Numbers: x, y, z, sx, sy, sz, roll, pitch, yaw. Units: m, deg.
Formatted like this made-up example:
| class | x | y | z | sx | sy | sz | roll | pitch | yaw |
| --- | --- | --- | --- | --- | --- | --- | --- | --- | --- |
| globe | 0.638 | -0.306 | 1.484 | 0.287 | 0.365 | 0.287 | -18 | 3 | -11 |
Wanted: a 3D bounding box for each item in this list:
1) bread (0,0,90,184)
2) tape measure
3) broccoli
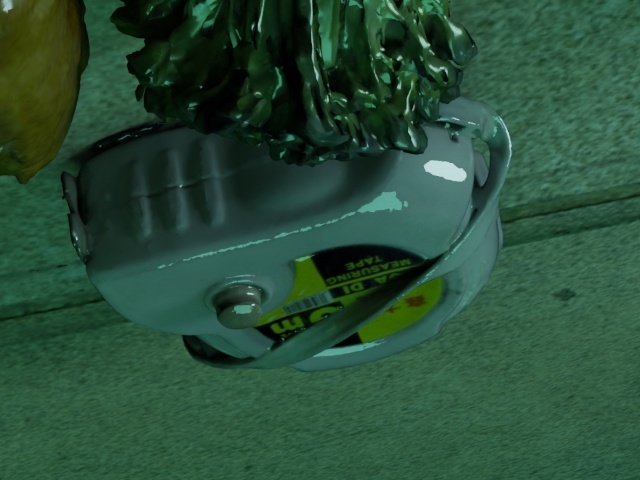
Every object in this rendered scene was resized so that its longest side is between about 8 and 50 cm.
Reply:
| class | x | y | z | sx | sy | sz | roll | pitch | yaw |
| --- | --- | --- | --- | --- | --- | --- | --- | --- | --- |
| bread | -0.160 | -0.092 | 0.643 | 0.129 | 0.134 | 0.260 | -14 | 152 | -6 |
| tape measure | 0.000 | 0.000 | 0.913 | 0.236 | 0.120 | 0.197 | -16 | 147 | 7 |
| broccoli | 0.002 | -0.165 | 0.628 | 0.165 | 0.145 | 0.304 | -12 | 139 | -20 |
